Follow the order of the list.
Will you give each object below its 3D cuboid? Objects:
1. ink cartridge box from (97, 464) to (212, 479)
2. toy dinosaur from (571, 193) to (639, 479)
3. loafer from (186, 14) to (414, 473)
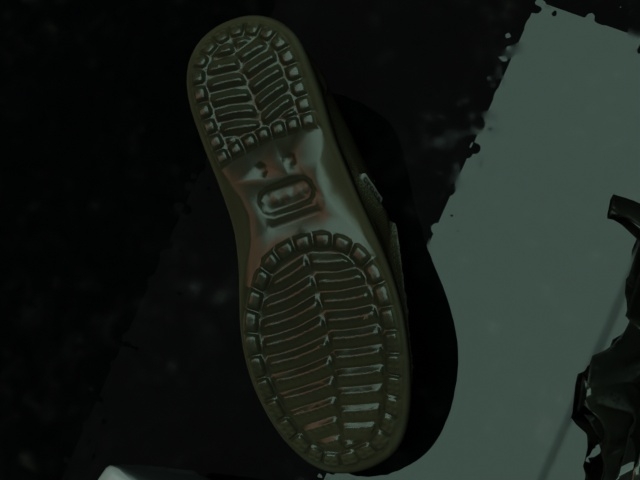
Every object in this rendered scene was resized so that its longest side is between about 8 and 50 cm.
[{"bbox_3d":[-0.046,0.184,0.481,0.139,0.082,0.191,32,89,20],"label":"ink cartridge box"},{"bbox_3d":[0.179,0.052,0.420,0.218,0.164,0.322,8,43,5],"label":"toy dinosaur"},{"bbox_3d":[0.000,0.000,0.518,0.056,0.050,0.148,-12,92,19],"label":"loafer"}]
